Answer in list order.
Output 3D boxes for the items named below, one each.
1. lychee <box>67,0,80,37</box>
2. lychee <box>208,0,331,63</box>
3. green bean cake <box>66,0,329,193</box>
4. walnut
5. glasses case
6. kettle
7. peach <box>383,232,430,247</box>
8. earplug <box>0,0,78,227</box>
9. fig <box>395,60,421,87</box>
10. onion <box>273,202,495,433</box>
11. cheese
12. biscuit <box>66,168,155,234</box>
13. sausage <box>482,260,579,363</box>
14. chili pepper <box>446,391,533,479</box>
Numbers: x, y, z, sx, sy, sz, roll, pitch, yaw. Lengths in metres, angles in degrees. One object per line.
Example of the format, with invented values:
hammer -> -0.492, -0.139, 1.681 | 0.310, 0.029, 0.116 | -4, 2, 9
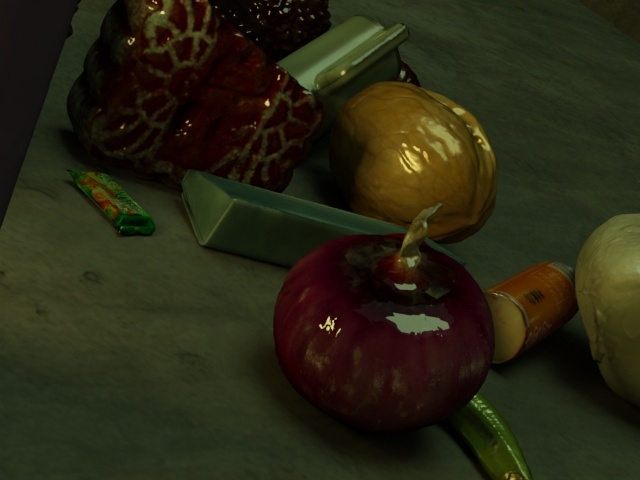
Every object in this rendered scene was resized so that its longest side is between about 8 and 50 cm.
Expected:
lychee -> -0.315, -0.217, 1.268 | 0.267, 0.267, 0.267 | 25, 21, -10
lychee -> -0.070, -0.272, 1.836 | 0.188, 0.188, 0.188 | 25, 21, -10
green bean cake -> -0.104, -0.140, 1.449 | 0.232, 0.198, 0.097 | 21, 23, -32
walnut -> 0.097, -0.079, 1.624 | 0.159, 0.159, 0.206 | 3, 32, -49
glasses case -> 0.000, 0.000, 1.465 | 0.266, 0.056, 0.105 | 15, 9, -33
kettle -> 0.011, -0.182, 1.701 | 0.148, 0.127, 0.098 | -37, 66, -24
peach -> 0.067, 0.044, 1.388 | 0.100, 0.101, 0.101 | 25, 21, -10
earplug -> -0.237, -0.099, 0.817 | 0.215, 0.456, 0.215 | 23, 24, -11
fig -> 0.079, -0.147, 1.843 | 0.119, 0.119, 0.153 | 40, -1, 27
onion -> 0.050, 0.069, 1.223 | 0.177, 0.153, 0.177 | 2, 59, -4
cheese -> 0.337, 0.072, 1.537 | 0.154, 0.189, 0.198 | -11, 13, 15
biscuit -> -0.180, -0.035, 1.354 | 0.046, 0.016, 0.089 | 1, 34, -50
sausage -> 0.209, 0.064, 1.546 | 0.071, 0.071, 0.234 | 35, 22, 17
chili pepper -> 0.129, 0.155, 1.274 | 0.208, 0.043, 0.049 | 43, 10, 34
